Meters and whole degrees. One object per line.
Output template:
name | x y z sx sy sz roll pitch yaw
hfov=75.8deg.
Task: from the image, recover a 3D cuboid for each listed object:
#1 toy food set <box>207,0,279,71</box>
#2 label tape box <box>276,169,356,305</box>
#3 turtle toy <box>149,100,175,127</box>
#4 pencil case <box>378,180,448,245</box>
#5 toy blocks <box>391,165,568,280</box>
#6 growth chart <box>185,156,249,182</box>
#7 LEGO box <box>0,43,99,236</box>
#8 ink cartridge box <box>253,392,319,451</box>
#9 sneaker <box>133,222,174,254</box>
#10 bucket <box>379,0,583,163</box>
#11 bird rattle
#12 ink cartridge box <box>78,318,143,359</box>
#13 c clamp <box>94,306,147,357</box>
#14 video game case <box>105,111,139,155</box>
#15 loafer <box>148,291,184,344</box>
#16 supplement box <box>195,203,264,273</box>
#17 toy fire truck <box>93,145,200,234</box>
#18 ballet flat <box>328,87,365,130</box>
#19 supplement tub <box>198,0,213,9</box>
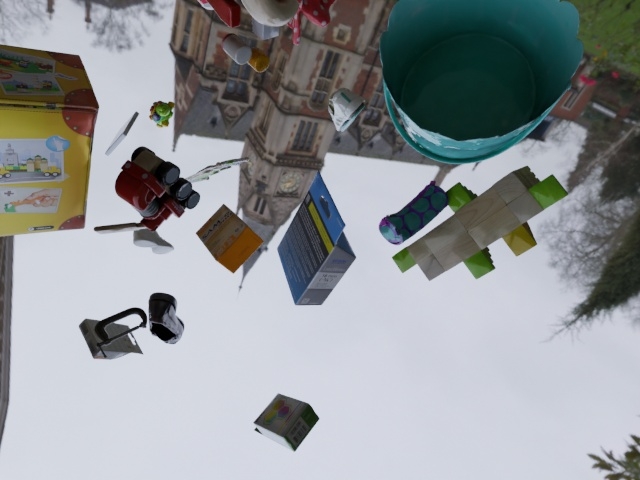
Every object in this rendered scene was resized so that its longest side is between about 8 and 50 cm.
toy food set | -0.154 -0.450 0.793 0.111 0.232 0.104 -31 -114 -27
label tape box | 0.000 0.000 1.220 0.106 0.333 0.240 6 -137 -31
turtle toy | -0.558 -0.451 1.443 0.066 0.095 0.130 18 176 -42
pencil case | 0.196 -0.057 0.864 0.152 0.070 0.065 -37 -158 -18
toy blocks | 0.387 -0.047 0.966 0.261 0.381 0.190 -20 -107 -51
growth chart | -0.338 -0.221 1.306 0.172 0.238 0.021 -29 -78 -53
LEGO box | -0.739 -0.181 0.796 0.501 0.372 0.193 -9 -123 -40
ink cartridge box | -0.112 0.495 1.147 0.109 0.209 0.062 -44 -68 -34
sneaker | -0.649 -0.010 1.610 0.212 0.080 0.094 51 -161 -68
bucket | 0.239 -0.264 0.663 0.281 0.281 0.183 34 -174 16
bird rattle | -0.067 -0.385 0.561 0.143 0.253 0.206 14 -127 16
ink cartridge box | -0.697 0.334 1.374 0.145 0.045 0.179 45 180 29
c clamp | -0.564 0.254 1.170 0.137 0.022 0.161 30 -138 31
video game case | -0.776 -0.418 1.610 0.019 0.157 0.143 36 -137 -34
loafer | -0.495 0.270 1.288 0.109 0.302 0.095 7 -127 -8
supplement box | -0.129 -0.005 0.573 0.036 0.062 0.098 46 173 -39
toy fire truck | -0.478 -0.098 1.083 0.159 0.217 0.246 31 -105 15
ballet flat | 0.093 -0.538 1.662 0.139 0.139 0.400 21 -173 -5
supplement tub | -0.330 -0.789 1.094 0.272 0.191 0.191 41 -165 -45
